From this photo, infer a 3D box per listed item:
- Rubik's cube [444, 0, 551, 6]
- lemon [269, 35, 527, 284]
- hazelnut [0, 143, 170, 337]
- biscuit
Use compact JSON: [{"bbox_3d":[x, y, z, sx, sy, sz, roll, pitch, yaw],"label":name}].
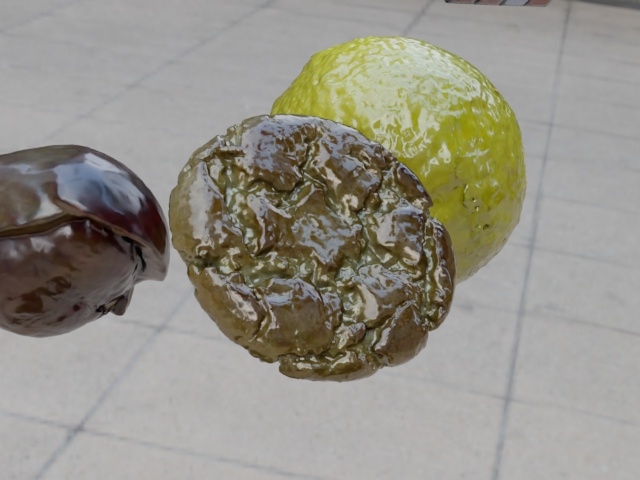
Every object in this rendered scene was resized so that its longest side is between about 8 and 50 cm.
[{"bbox_3d":[0.113,-0.202,0.706,0.092,0.092,0.092,-8,65,-39],"label":"Rubik's cube"},{"bbox_3d":[0.072,-0.075,1.194,0.268,0.268,0.322,7,14,-1],"label":"lemon"},{"bbox_3d":[-0.225,0.001,1.002,0.202,0.160,0.170,-3,-3,33],"label":"hazelnut"},{"bbox_3d":[0.000,0.000,0.868,0.226,0.042,0.226,13,58,-21],"label":"biscuit"}]
